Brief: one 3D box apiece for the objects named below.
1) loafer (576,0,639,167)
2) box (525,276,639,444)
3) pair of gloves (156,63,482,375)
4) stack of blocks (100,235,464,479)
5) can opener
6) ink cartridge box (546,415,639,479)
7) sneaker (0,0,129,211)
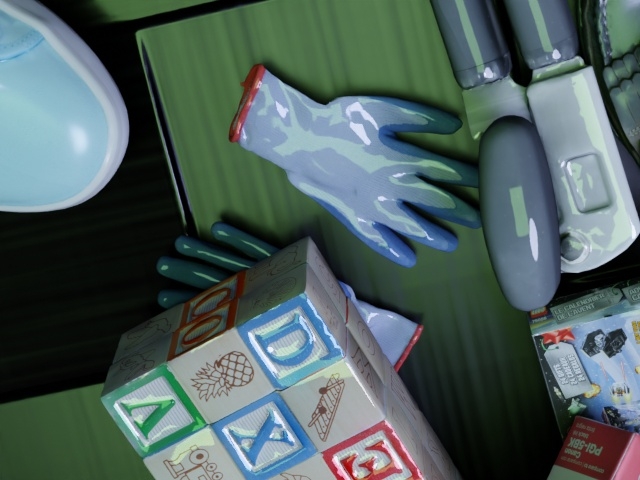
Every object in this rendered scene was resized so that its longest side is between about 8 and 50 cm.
[{"bbox_3d":[0.221,-0.035,0.857,0.096,0.084,0.267,-26,104,11],"label":"loafer"},{"bbox_3d":[0.175,0.081,0.900,0.094,0.027,0.137,-15,128,7],"label":"box"},{"bbox_3d":[0.000,0.000,0.912,0.159,0.023,0.198,24,111,-6],"label":"pair of gloves"},{"bbox_3d":[-0.005,0.168,0.917,0.171,0.087,0.297,-28,108,11],"label":"stack of blocks"},{"bbox_3d":[0.098,-0.106,0.836,0.074,0.093,0.280,-15,98,19],"label":"can opener"},{"bbox_3d":[0.160,0.179,0.876,0.099,0.056,0.135,32,80,-27],"label":"ink cartridge box"},{"bbox_3d":[-0.271,-0.098,0.795,0.366,0.150,0.135,24,108,-11],"label":"sneaker"}]
